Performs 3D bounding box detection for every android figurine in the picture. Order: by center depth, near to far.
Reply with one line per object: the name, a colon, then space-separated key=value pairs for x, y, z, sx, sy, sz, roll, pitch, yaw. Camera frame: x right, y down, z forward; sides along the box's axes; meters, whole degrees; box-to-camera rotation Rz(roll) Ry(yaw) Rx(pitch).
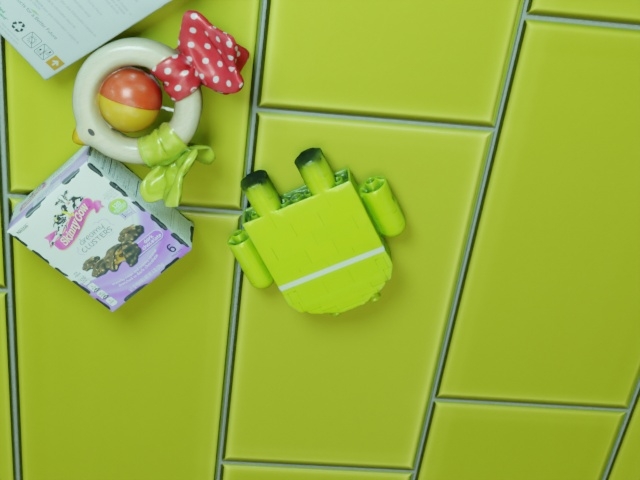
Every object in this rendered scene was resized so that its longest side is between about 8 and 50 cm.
android figurine: x=0.000 y=0.000 z=1.585 sx=0.248 sy=0.056 sz=0.272 roll=-23 pitch=122 yaw=12

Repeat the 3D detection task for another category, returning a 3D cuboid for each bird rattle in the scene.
bird rattle: x=-0.209 y=-0.174 z=1.405 sx=0.207 sy=0.143 sz=0.253 roll=13 pitch=121 yaw=-10

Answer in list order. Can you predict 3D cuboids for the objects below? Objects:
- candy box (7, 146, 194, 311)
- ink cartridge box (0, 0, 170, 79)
candy box: x=-0.304 y=-0.018 z=1.545 sx=0.165 sy=0.070 sz=0.196 roll=-37 pitch=119 yaw=20
ink cartridge box: x=-0.297 y=-0.373 z=1.282 sx=0.307 sy=0.072 sz=0.303 roll=-30 pitch=130 yaw=14
